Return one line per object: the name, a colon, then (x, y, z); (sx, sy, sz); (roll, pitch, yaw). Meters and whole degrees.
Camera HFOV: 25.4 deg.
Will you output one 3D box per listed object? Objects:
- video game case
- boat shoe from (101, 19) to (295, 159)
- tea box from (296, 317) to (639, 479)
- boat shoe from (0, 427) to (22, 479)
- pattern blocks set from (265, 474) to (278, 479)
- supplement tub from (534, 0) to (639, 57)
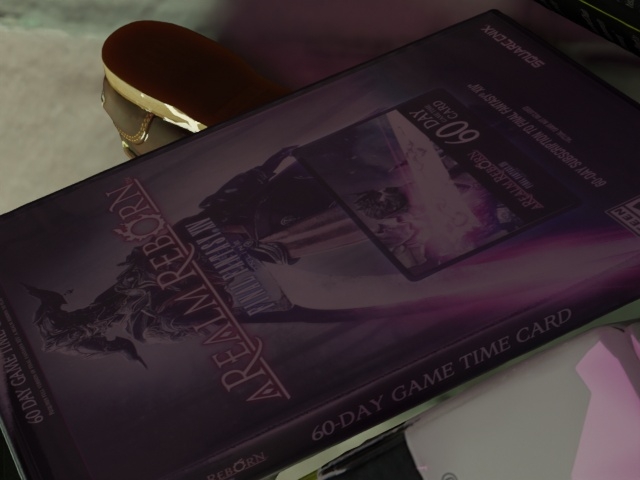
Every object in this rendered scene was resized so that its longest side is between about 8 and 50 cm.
video game case: (0.000, 0.000, 0.549); (0.196, 0.274, 0.026); (49, 158, 52)
boat shoe: (-0.025, -0.034, 0.690); (0.207, 0.073, 0.073); (36, 144, 29)
tea box: (0.085, 0.237, 0.526); (0.323, 0.220, 0.329); (-33, 74, 27)
boat shoe: (-0.212, 0.210, 0.776); (0.114, 0.091, 0.303); (12, 95, 30)
pattern blocks set: (-0.087, 0.114, 0.599); (0.324, 0.285, 0.026); (-27, 90, 22)
supplement tub: (0.153, -0.162, 0.503); (0.338, 0.207, 0.207); (34, 106, 26)
